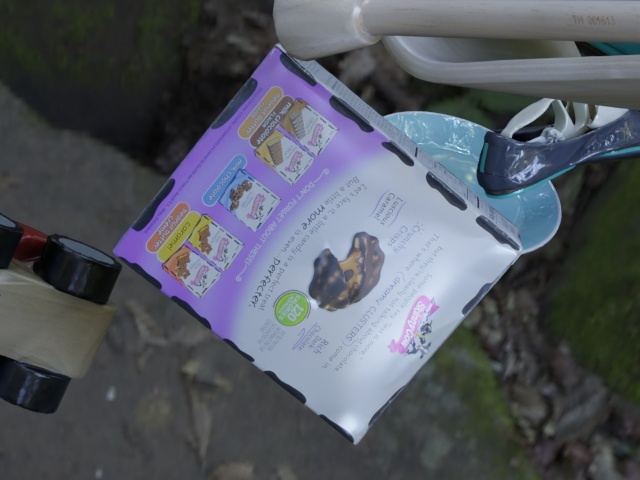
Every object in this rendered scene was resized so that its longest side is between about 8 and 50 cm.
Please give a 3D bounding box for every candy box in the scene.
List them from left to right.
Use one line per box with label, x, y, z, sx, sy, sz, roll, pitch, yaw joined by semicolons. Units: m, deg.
candy box;0.000;0.000;1.118;0.196;0.165;0.070;39;11;-4

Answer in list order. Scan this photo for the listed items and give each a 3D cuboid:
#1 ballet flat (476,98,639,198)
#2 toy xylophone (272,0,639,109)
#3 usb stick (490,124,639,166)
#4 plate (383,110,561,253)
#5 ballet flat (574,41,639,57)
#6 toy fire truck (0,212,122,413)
ballet flat;0.216;-0.094;1.539;0.203;0.074;0.074;-19;60;-31
toy xylophone;0.136;-0.088;0.574;0.323;0.081;0.236;3;1;37
usb stick;0.275;-0.096;1.744;0.278;0.077;0.045;-7;91;-31
plate;0.116;-0.045;1.546;0.188;0.024;0.188;14;39;-12
ballet flat;0.117;-0.147;0.902;0.106;0.107;0.316;5;30;-48
toy fire truck;-0.293;0.026;1.303;0.217;0.158;0.246;21;7;-32
